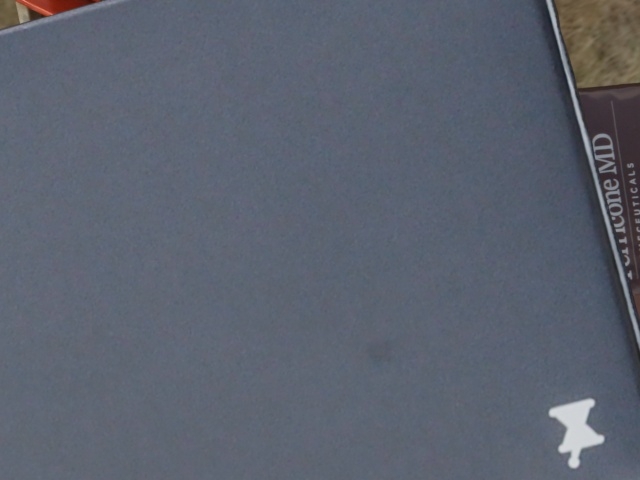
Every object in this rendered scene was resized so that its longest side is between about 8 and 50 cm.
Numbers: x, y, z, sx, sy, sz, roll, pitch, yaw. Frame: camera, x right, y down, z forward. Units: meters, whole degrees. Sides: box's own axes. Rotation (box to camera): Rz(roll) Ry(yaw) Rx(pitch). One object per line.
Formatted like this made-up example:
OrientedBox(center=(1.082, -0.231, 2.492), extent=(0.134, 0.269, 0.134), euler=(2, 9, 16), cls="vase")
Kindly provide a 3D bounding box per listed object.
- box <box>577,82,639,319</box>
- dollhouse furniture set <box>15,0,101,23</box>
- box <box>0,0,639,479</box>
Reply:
OrientedBox(center=(0.401, -0.038, 1.208), extent=(0.382, 0.143, 0.191), euler=(-7, 68, 7), cls="box")
OrientedBox(center=(-0.293, -0.156, 1.371), extent=(0.262, 0.259, 0.135), euler=(26, 150, 7), cls="dollhouse furniture set")
OrientedBox(center=(-0.054, 0.019, 0.539), extent=(0.296, 0.294, 0.182), euler=(-15, 90, 3), cls="box")
